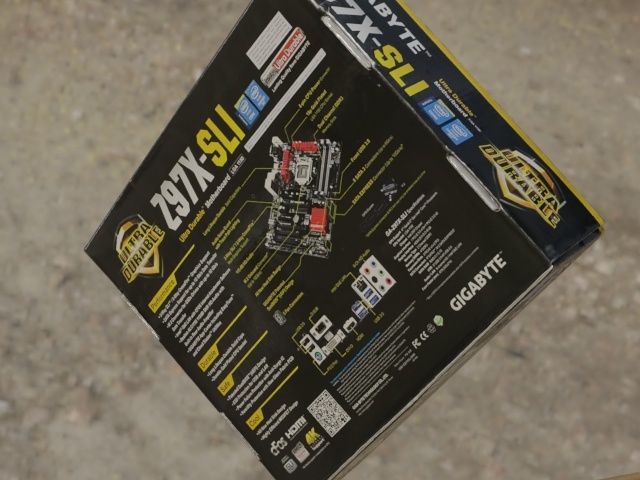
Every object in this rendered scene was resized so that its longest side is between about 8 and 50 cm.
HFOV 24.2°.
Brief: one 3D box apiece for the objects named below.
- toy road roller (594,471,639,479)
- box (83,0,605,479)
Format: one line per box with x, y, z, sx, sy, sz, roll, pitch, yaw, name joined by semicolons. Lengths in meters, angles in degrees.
0.189;0.236;0.748;0.330;0.240;0.202;-8;-2;-29;toy road roller
0.000;0.000;1.017;0.257;0.322;0.079;50;42;11;box
